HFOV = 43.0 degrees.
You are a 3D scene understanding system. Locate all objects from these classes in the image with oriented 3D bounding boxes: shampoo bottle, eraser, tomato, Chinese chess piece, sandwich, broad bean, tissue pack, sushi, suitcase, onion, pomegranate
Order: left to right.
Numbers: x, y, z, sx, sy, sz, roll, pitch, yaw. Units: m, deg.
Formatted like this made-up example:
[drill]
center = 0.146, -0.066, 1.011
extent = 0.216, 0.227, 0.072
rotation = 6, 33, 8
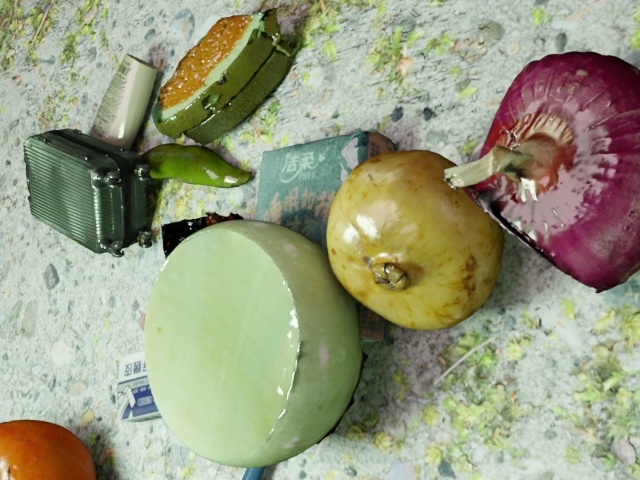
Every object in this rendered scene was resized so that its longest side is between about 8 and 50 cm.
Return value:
[tomato]
center = -0.546, 0.504, 1.500
extent = 0.341, 0.273, 0.341
rotation = -9, 69, 24
[suitcase]
center = -0.464, -0.100, 1.630
extent = 0.312, 0.128, 0.202
rotation = 22, 120, 36
[shampoo bottle]
center = -0.424, -0.259, 1.712
extent = 0.127, 0.078, 0.257
rotation = 35, 104, 34
[eraser]
center = -0.274, 0.250, 1.460
extent = 0.210, 0.068, 0.124
rotation = -20, 64, 35
[broad bean]
center = -0.259, -0.146, 1.555
extent = 0.339, 0.061, 0.077
rotation = 10, 71, 41
[sushi]
center = -0.179, 0.032, 1.377
extent = 0.150, 0.172, 0.153
rotation = -10, 43, -6
[sandwich]
center = -0.186, -0.298, 1.492
extent = 0.292, 0.109, 0.212
rotation = -53, 40, 0
[Chinese chess piece]
center = -0.102, 0.145, 1.166
extent = 0.349, 0.146, 0.349
rotation = -1, 88, 41
[tissue pack]
center = 0.000, 0.000, 1.267
extent = 0.228, 0.103, 0.315
rotation = -4, 77, 38
[pomegranate]
center = 0.123, 0.000, 1.066
extent = 0.248, 0.248, 0.248
rotation = -12, 71, 38
[onion]
center = 0.311, -0.090, 0.944
extent = 0.256, 0.272, 0.230
rotation = 38, 102, 3

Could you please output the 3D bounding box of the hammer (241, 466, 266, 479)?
[hammer]
center = -0.090, 0.328, 1.287
extent = 0.116, 0.069, 0.194
rotation = 30, 104, 40
